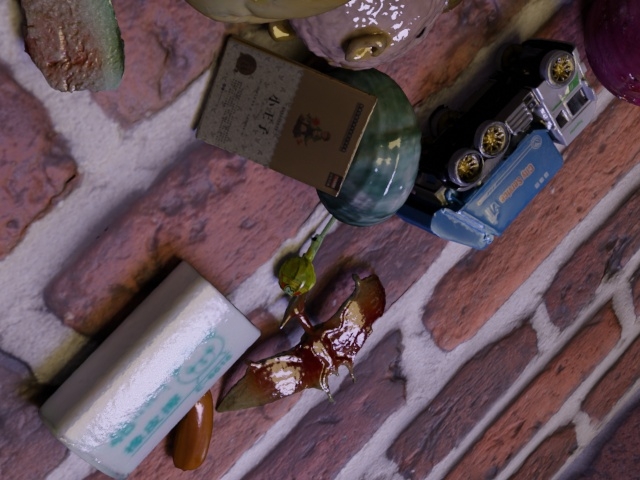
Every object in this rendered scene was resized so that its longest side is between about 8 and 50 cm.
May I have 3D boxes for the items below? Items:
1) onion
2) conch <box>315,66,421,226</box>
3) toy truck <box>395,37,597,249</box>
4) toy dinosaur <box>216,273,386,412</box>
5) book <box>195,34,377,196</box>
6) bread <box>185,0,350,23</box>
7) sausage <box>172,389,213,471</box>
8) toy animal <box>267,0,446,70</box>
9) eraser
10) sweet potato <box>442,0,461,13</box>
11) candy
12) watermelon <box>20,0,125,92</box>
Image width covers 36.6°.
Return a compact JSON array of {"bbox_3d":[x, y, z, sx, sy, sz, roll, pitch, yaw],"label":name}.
[{"bbox_3d":[0.604,-0.388,1.614,0.359,0.344,0.358,-21,147,-15],"label":"onion"},{"bbox_3d":[0.038,-0.131,1.302,0.277,0.220,0.195,24,77,-40],"label":"conch"},{"bbox_3d":[0.273,-0.151,1.526,0.367,0.146,0.175,-46,122,-7],"label":"toy truck"},{"bbox_3d":[-0.023,0.173,1.581,0.207,0.113,0.327,32,84,-28],"label":"toy dinosaur"},{"bbox_3d":[-0.045,-0.153,1.202,0.016,0.199,0.138,-60,173,-71],"label":"book"},{"bbox_3d":[-0.053,-0.350,0.902,0.300,0.341,0.210,-53,166,-3],"label":"bread"},{"bbox_3d":[-0.197,0.294,1.516,0.062,0.054,0.183,-45,152,-61],"label":"sausage"},{"bbox_3d":[0.050,-0.333,1.135,0.226,0.188,0.358,-45,143,-18],"label":"toy animal"},{"bbox_3d":[-0.232,0.183,1.346,0.290,0.104,0.189,-47,140,-7],"label":"eraser"},{"bbox_3d":[0.219,-0.401,1.357,0.233,0.062,0.081,-48,152,-3],"label":"sweet potato"},{"bbox_3d":[0.000,0.000,1.488,0.058,0.062,0.193,34,83,-10],"label":"candy"},{"bbox_3d":[-0.258,-0.242,0.991,0.094,0.081,0.180,-9,112,-23],"label":"watermelon"}]
